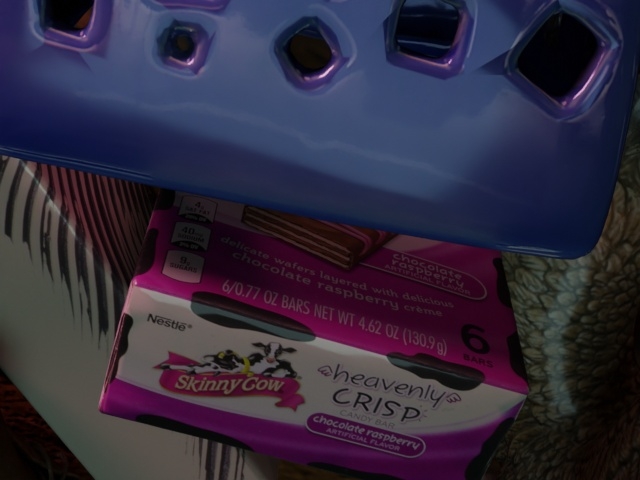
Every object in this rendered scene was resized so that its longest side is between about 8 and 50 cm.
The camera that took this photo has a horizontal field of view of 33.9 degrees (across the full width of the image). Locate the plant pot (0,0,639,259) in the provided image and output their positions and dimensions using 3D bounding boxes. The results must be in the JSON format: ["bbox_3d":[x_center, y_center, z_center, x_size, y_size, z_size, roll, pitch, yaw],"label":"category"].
[{"bbox_3d":[0.005,-0.151,0.410,0.236,0.236,0.212,11,116,-4],"label":"plant pot"}]

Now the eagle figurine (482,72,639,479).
[{"bbox_3d":[0.164,0.088,0.574,0.226,0.225,0.298,9,138,26],"label":"eagle figurine"}]

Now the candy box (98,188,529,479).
[{"bbox_3d":[0.000,0.000,0.497,0.159,0.233,0.071,16,121,-9],"label":"candy box"}]

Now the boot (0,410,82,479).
[{"bbox_3d":[-0.195,0.135,0.631,0.115,0.112,0.305,9,150,-11],"label":"boot"}]

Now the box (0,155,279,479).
[{"bbox_3d":[-0.126,0.035,0.597,0.094,0.113,0.275,-24,120,15],"label":"box"}]
